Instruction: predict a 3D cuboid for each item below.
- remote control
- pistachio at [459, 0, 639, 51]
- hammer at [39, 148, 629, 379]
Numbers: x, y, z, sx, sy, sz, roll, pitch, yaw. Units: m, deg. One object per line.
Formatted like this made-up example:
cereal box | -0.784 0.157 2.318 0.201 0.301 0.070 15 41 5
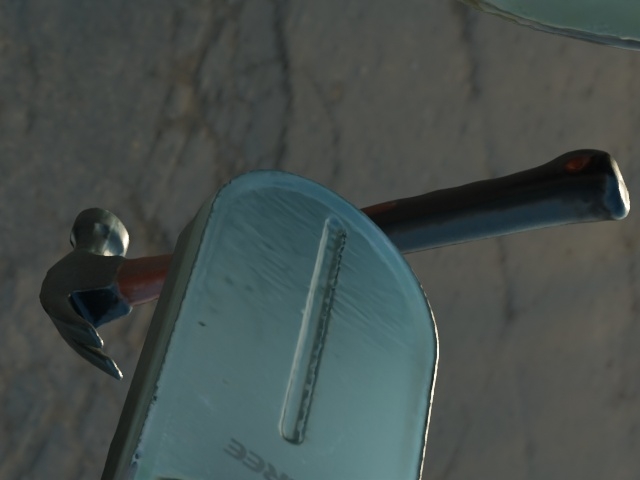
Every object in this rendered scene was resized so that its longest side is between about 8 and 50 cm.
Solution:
remote control | -0.018 0.071 0.591 0.052 0.104 0.247 -42 -159 35
pistachio | 0.145 -0.178 0.799 0.193 0.318 0.214 144 -35 -76
hammer | 0.000 0.001 0.860 0.111 0.288 0.033 -75 147 -53
